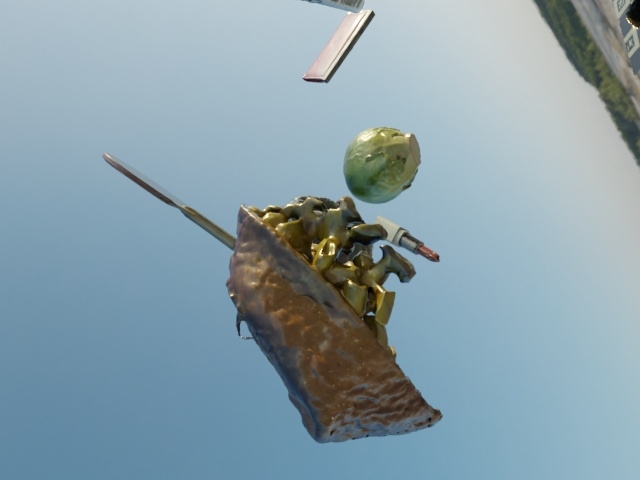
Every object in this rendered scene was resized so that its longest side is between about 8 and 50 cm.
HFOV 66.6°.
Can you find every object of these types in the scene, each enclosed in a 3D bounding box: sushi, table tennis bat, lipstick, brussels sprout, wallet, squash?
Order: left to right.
[{"bbox_3d":[-0.270,-0.073,0.900,0.301,0.022,0.173,35,178,6],"label":"table tennis bat"},{"bbox_3d":[0.000,0.000,1.152,0.252,0.165,0.252,23,-159,-10],"label":"squash"},{"bbox_3d":[0.007,0.079,0.524,0.296,0.179,0.166,52,169,26],"label":"sushi"},{"bbox_3d":[0.046,-0.525,1.324,0.025,0.119,0.232,38,-96,-39],"label":"wallet"},{"bbox_3d":[0.177,-0.223,1.442,0.244,0.244,0.244,31,-136,-36],"label":"brussels sprout"},{"bbox_3d":[0.110,0.001,0.619,0.025,0.025,0.107,21,-170,-46],"label":"lipstick"},{"bbox_3d":[0.524,-0.390,0.718,0.215,0.051,0.192,85,-173,-66],"label":"sushi"}]

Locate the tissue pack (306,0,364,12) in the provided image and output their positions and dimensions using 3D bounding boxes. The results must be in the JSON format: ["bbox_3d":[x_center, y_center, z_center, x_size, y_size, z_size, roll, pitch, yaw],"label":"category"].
[{"bbox_3d":[0.016,-0.473,0.725,0.103,0.227,0.315,20,-153,9],"label":"tissue pack"}]
